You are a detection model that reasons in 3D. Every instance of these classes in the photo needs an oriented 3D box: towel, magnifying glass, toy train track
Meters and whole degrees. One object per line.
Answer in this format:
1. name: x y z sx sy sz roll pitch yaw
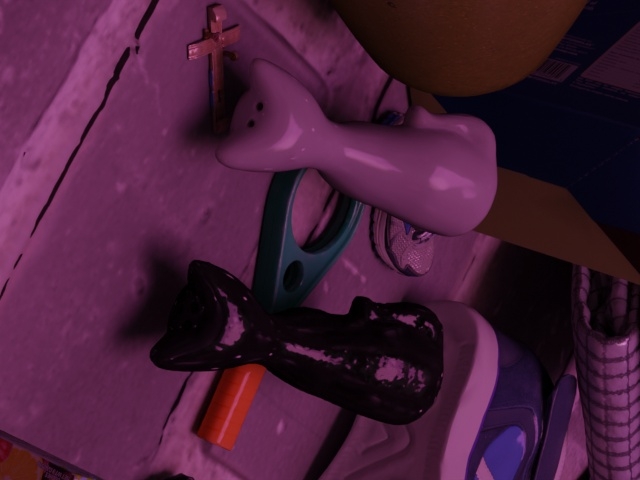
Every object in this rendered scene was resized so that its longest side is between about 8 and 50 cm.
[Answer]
1. towel: 0.284 0.070 1.524 0.283 0.121 0.235 -75 158 -47
2. magnifying glass: -0.026 0.032 1.246 0.092 0.026 0.231 34 79 -55
3. toy train track: -0.061 -0.105 1.139 0.048 0.014 0.083 -30 130 -44

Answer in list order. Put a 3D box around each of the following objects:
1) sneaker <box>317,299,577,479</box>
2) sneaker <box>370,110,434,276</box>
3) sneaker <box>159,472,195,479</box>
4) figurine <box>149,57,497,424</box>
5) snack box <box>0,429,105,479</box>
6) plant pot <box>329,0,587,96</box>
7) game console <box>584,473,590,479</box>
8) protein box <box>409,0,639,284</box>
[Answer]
1. sneaker: 0.095 0.225 1.415 0.236 0.130 0.322 44 65 -49
2. sneaker: 0.071 -0.025 1.324 0.052 0.058 0.135 -41 137 -36
3. sneaker: -0.125 0.232 1.181 0.089 0.051 0.170 18 88 -51
4. figurine: 0.000 0.000 1.183 0.209 0.092 0.214 15 92 -41
5. snack box: -0.188 0.181 1.023 0.037 0.100 0.141 30 82 -56
6. plant pot: 0.084 -0.226 1.094 0.275 0.275 0.293 -52 157 -25
7. game console: 0.205 0.341 1.709 0.361 0.044 0.213 -43 139 -34
8. protein box: 0.206 -0.098 1.349 0.201 0.200 0.136 -40 136 -37
